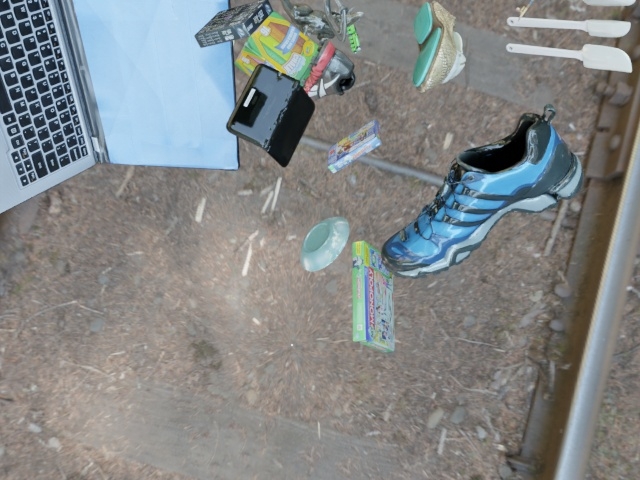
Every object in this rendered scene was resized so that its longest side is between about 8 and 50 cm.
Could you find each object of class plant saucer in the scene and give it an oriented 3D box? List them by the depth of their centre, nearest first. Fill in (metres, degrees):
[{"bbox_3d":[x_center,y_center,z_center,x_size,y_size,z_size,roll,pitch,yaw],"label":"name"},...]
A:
[{"bbox_3d":[0.000,0.000,1.716,0.037,0.195,0.194,38,78,-32],"label":"plant saucer"}]

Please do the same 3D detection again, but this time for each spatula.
[{"bbox_3d":[0.425,-0.383,1.009,0.019,0.168,0.242,-45,44,-17],"label":"spatula"}]

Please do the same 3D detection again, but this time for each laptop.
[{"bbox_3d":[-0.355,-0.217,0.874,0.237,0.381,0.408,27,47,25],"label":"laptop"}]

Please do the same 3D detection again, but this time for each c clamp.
[{"bbox_3d":[0.031,-0.539,1.316,0.022,0.137,0.160,-14,65,-16],"label":"c clamp"}]

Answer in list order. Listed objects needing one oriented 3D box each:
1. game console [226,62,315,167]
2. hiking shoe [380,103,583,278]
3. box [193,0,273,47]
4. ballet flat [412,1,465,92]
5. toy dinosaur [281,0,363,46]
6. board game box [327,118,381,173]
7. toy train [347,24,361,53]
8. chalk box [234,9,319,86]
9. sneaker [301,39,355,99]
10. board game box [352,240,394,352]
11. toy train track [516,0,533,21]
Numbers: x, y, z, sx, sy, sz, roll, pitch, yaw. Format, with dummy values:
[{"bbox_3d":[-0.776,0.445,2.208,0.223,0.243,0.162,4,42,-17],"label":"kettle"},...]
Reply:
[{"bbox_3d":[-0.076,-0.195,0.907,0.107,0.071,0.122,25,81,-3],"label":"game console"},{"bbox_3d":[0.200,-0.064,0.807,0.304,0.113,0.132,-34,123,16],"label":"hiking shoe"},{"bbox_3d":[-0.110,-0.275,0.730,0.083,0.018,0.067,0,45,32],"label":"box"},{"bbox_3d":[0.166,-0.260,0.783,0.067,0.073,0.206,23,47,-14],"label":"ballet flat"},{"bbox_3d":[-0.026,-0.665,1.746,0.314,0.160,0.120,8,115,-9],"label":"toy dinosaur"},{"bbox_3d":[0.116,-0.326,1.998,0.201,0.136,0.035,-29,121,23],"label":"board game box"},{"bbox_3d":[0.085,-0.509,1.457,0.024,0.017,0.083,-20,68,22],"label":"toy train"},{"bbox_3d":[-0.129,-0.641,2.064,0.289,0.179,0.180,33,74,-14],"label":"chalk box"},{"bbox_3d":[0.023,-0.452,1.632,0.135,0.276,0.097,27,75,-7],"label":"sneaker"},{"bbox_3d":[0.171,0.183,1.849,0.046,0.214,0.317,-11,66,29],"label":"board game box"},{"bbox_3d":[0.294,-0.340,0.812,0.014,0.083,0.048,36,91,2],"label":"toy train track"}]
